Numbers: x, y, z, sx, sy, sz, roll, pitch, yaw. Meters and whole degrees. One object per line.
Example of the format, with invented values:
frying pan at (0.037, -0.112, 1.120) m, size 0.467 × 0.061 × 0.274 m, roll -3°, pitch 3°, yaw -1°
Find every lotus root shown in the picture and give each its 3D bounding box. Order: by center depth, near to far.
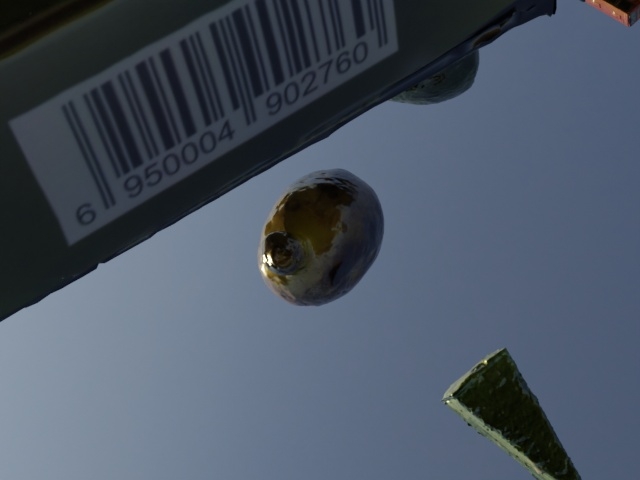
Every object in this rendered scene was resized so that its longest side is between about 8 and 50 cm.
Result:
lotus root at (0.000, 0.000, 1.525) m, size 0.141 × 0.314 × 0.169 m, roll 23°, pitch -70°, yaw 10°

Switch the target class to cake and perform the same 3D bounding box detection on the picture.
cake at (0.274, 0.239, 1.512) m, size 0.235 × 0.100 × 0.099 m, roll 40°, pitch -100°, yaw 3°

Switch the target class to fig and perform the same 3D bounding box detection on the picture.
fig at (0.081, -0.265, 1.593) m, size 0.235 × 0.203 × 0.203 m, roll -14°, pitch -128°, yaw 1°

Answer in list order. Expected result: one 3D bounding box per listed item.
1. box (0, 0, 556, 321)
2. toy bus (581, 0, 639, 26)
box at (-0.151, -0.182, 0.595) m, size 0.373 × 0.138 × 0.420 m, roll -31°, pitch -127°, yaw -16°
toy bus at (0.312, -0.279, 1.328) m, size 0.110 × 0.031 × 0.043 m, roll 38°, pitch -101°, yaw 30°
